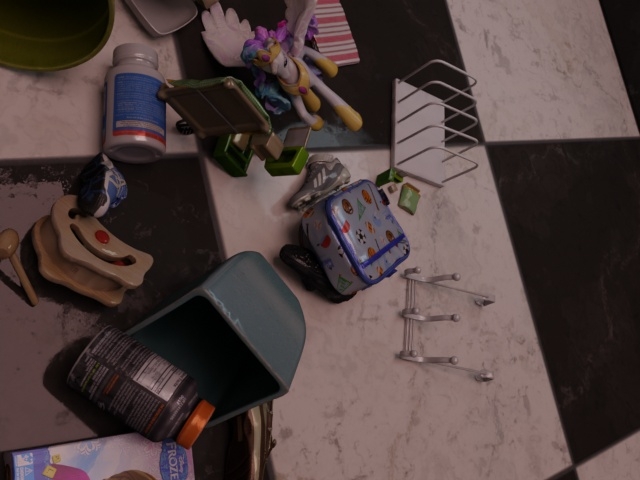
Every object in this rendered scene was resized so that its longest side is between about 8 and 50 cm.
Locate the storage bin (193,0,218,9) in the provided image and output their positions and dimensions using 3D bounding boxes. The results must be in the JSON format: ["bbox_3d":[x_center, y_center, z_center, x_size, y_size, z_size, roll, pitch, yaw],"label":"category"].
[{"bbox_3d":[-0.293,-0.660,1.431,0.123,0.262,0.260,-35,89,-1],"label":"storage bin"}]

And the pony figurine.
[{"bbox_3d":[-0.073,-0.427,1.550,0.363,0.302,0.351,31,33,-54],"label":"pony figurine"}]

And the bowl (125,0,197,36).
[{"bbox_3d":[-0.359,-0.521,1.504,0.142,0.053,0.142,52,53,-11],"label":"bowl"}]

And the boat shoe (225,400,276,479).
[{"bbox_3d":[-0.127,0.414,1.368,0.095,0.095,0.258,16,67,-39],"label":"boat shoe"}]

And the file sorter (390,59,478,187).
[{"bbox_3d":[0.321,-0.321,1.876,0.192,0.173,0.278,15,68,-32],"label":"file sorter"}]

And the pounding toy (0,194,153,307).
[{"bbox_3d":[-0.462,0.028,1.250,0.269,0.154,0.154,33,30,-35],"label":"pounding toy"}]

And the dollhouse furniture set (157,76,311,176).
[{"bbox_3d":[-0.164,-0.277,1.418,0.301,0.197,0.151,47,52,-48],"label":"dollhouse furniture set"}]

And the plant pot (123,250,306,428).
[{"bbox_3d":[-0.171,0.162,1.324,0.247,0.247,0.252,52,34,-12],"label":"plant pot"}]

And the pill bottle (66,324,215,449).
[{"bbox_3d":[-0.310,0.268,1.206,0.245,0.130,0.130,34,56,-1],"label":"pill bottle"}]

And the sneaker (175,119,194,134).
[{"bbox_3d":[-0.275,-0.264,1.503,0.109,0.040,0.044,-17,71,-42],"label":"sneaker"}]

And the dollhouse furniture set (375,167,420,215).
[{"bbox_3d":[0.223,-0.138,1.818,0.151,0.058,0.076,30,61,-26],"label":"dollhouse furniture set"}]

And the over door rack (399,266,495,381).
[{"bbox_3d":[0.353,0.218,1.777,0.324,0.108,0.240,20,66,-31],"label":"over door rack"}]

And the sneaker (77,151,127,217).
[{"bbox_3d":[-0.398,-0.097,1.273,0.081,0.080,0.211,44,12,-29],"label":"sneaker"}]

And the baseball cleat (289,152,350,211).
[{"bbox_3d":[-0.018,-0.145,1.646,0.205,0.072,0.109,-29,80,-43],"label":"baseball cleat"}]

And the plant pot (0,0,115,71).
[{"bbox_3d":[-0.527,-0.567,1.235,0.366,0.366,0.353,23,51,-29],"label":"plant pot"}]

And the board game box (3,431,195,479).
[{"bbox_3d":[-0.366,0.501,1.177,0.317,0.065,0.319,0,76,-37],"label":"board game box"}]

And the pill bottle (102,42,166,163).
[{"bbox_3d":[-0.373,-0.277,1.373,0.124,0.124,0.222,8,73,-35],"label":"pill bottle"}]

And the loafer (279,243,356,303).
[{"bbox_3d":[-0.013,0.084,1.559,0.223,0.078,0.076,33,28,-31],"label":"loafer"}]

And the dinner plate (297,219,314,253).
[{"bbox_3d":[0.000,0.000,1.636,0.141,0.017,0.141,12,69,-33],"label":"dinner plate"}]

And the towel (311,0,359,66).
[{"bbox_3d":[0.022,-0.557,1.819,0.144,0.029,0.197,-20,91,-39],"label":"towel"}]

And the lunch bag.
[{"bbox_3d":[0.097,-0.009,1.605,0.243,0.115,0.303,60,33,0],"label":"lunch bag"}]
